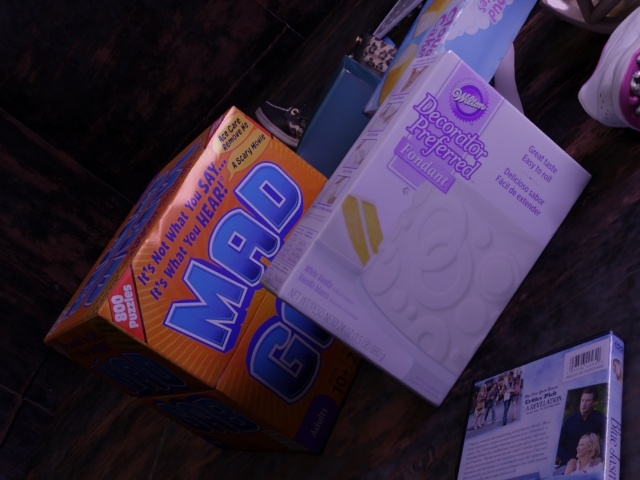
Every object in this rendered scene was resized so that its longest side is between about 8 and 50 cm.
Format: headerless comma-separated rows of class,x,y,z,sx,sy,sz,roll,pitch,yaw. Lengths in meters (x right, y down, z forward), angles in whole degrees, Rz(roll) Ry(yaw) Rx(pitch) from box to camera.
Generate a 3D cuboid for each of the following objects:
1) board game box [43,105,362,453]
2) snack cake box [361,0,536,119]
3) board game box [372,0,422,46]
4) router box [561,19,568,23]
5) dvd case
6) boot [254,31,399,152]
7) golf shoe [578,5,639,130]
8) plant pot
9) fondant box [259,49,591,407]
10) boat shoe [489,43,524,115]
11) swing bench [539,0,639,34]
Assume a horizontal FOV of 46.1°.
board game box,-0.148,0.085,1.179,0.356,0.356,0.356,-23,34,57
snack cake box,0.181,-0.266,1.031,0.264,0.089,0.152,-60,18,-6
board game box,0.298,-0.635,1.801,0.390,0.050,0.390,-34,18,48
router box,0.420,-0.387,1.141,0.122,0.038,0.092,-51,18,8
dvd case,0.184,0.210,0.666,0.180,0.022,0.253,-35,26,46
boot,0.038,-0.293,1.582,0.284,0.138,0.377,-57,41,6
golf shoe,0.399,-0.259,0.849,0.306,0.115,0.140,-54,15,-3
plant pot,0.047,-0.178,1.350,0.234,0.165,0.165,-55,10,20
fondant box,0.123,-0.013,0.872,0.330,0.238,0.096,-56,18,-5
boat shoe,0.225,-0.179,1.162,0.158,0.127,0.341,115,173,-51
swing bench,0.419,-0.425,0.961,0.253,0.165,0.254,-54,-22,0
